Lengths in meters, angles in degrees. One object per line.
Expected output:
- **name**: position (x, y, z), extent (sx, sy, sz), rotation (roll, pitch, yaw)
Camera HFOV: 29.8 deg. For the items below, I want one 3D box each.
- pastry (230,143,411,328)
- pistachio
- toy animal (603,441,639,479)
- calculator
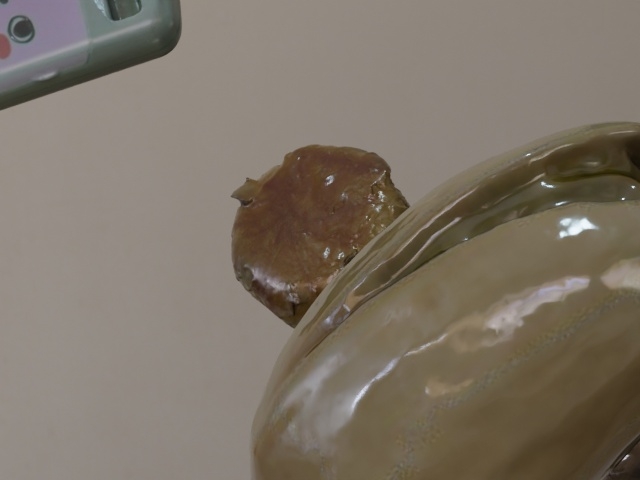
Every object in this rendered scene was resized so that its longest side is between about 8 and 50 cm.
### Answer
- **pastry**: position (0.000, 0.000, 1.365), extent (0.218, 0.229, 0.100), rotation (-4, -31, 22)
- **pistachio**: position (0.057, 0.054, 0.445), extent (0.136, 0.226, 0.136), rotation (37, 20, -16)
- **toy animal**: position (0.214, 0.117, 0.777), extent (0.214, 0.186, 0.094), rotation (43, 46, 12)
- **calculator**: position (-0.209, -0.167, 0.863), extent (0.246, 0.141, 0.045), rotation (-17, -22, 2)
